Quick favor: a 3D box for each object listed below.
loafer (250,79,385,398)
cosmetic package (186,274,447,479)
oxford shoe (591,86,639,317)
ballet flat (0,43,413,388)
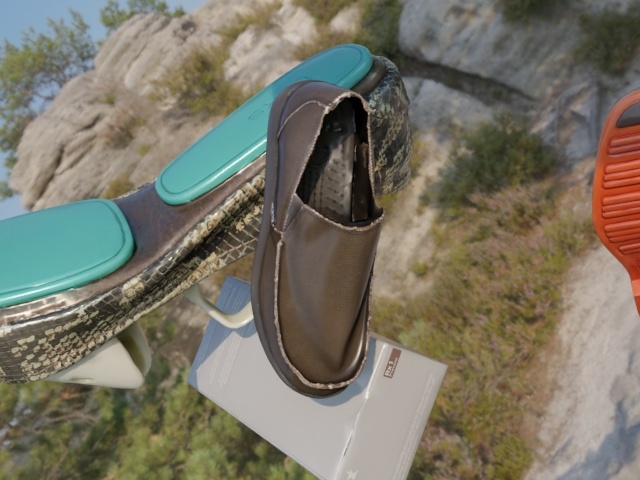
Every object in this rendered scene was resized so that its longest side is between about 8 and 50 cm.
[{"bbox_3d":[0.000,0.000,0.427,0.078,0.080,0.219,-175,81,-67],"label":"loafer"},{"bbox_3d":[-0.013,0.127,0.617,0.238,0.107,0.127,20,86,45],"label":"cosmetic package"},{"bbox_3d":[0.284,-0.030,0.543,0.097,0.271,0.098,-7,45,28],"label":"oxford shoe"},{"bbox_3d":[-0.123,0.014,0.533,0.483,0.182,0.164,-29,33,-11],"label":"ballet flat"}]
